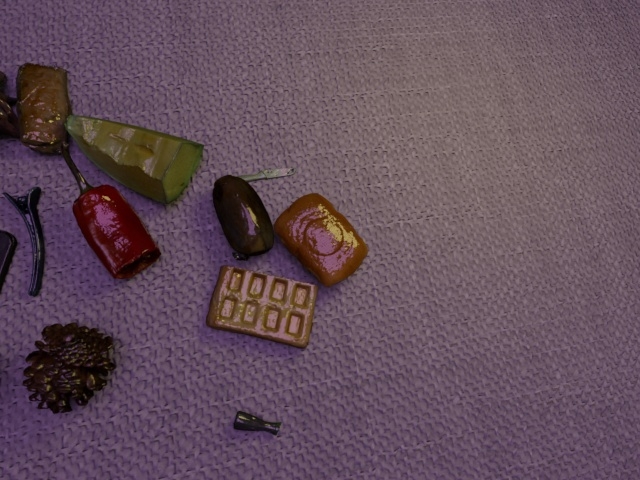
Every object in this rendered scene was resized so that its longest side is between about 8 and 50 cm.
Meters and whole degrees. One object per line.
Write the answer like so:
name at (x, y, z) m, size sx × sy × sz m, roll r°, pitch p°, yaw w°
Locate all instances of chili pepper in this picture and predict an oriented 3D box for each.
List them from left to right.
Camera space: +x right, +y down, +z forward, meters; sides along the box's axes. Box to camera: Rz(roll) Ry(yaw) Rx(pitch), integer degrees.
chili pepper at (-0.541, -0.069, 1.144) m, size 0.135 × 0.131 × 0.338 m, roll -38°, pitch 87°, yaw 8°

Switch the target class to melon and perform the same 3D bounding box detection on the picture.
melon at (-0.493, -0.240, 1.208) m, size 0.324 × 0.124 × 0.196 m, roll 23°, pitch 71°, yaw 3°

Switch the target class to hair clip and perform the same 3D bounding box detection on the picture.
hair clip at (-0.715, 0.001, 1.139) m, size 0.083 × 0.048 × 0.275 m, roll -13°, pitch 78°, yaw -18°

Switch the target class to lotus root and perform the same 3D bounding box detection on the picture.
lotus root at (-0.201, -0.065, 1.204) m, size 0.123 × 0.124 × 0.241 m, roll -25°, pitch 81°, yaw 5°

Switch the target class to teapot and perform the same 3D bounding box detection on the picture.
teapot at (-0.151, 0.444, 1.111) m, size 0.111 × 0.043 × 0.042 m, roll 16°, pitch 72°, yaw -8°

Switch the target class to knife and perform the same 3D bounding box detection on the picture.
knife at (-0.169, -0.185, 1.304) m, size 0.207 × 0.014 × 0.030 m, roll -10°, pitch 76°, yaw -14°

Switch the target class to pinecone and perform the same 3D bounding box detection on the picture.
pinecone at (-0.559, 0.284, 1.028) m, size 0.179 × 0.150 × 0.195 m, roll 19°, pitch 72°, yaw -4°

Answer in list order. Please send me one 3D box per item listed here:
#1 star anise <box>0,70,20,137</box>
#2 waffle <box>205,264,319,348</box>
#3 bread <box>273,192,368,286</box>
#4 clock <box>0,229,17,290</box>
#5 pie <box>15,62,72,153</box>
star anise at (-0.882, -0.339, 1.122) m, size 0.292 × 0.109 × 0.349 m, roll -18°, pitch 76°, yaw -54°
waffle at (-0.144, 0.168, 1.182) m, size 0.274 × 0.057 × 0.167 m, roll 14°, pitch 73°, yaw -6°
bread at (0.000, 0.000, 1.224) m, size 0.174 × 0.121 × 0.245 m, roll -39°, pitch 86°, yaw -19°
clock at (-0.900, 0.087, 1.079) m, size 0.274 × 0.049 × 0.278 m, roll 10°, pitch 73°, yaw -8°
pie at (-0.733, -0.363, 1.222) m, size 0.129 × 0.068 × 0.282 m, roll -3°, pitch 65°, yaw -28°
